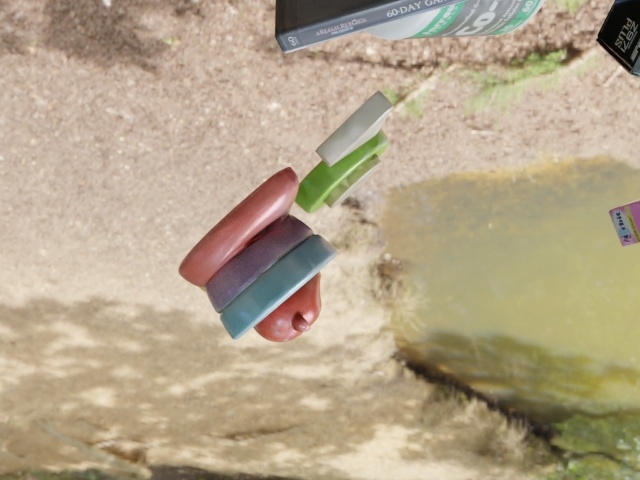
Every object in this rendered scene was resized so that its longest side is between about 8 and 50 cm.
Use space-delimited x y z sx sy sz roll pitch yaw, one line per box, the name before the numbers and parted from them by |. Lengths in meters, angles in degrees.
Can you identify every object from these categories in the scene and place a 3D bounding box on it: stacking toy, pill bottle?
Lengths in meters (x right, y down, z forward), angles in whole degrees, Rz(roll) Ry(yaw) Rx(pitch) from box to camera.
stacking toy | 0.000 0.000 0.860 0.130 0.279 0.309 49 177 3
pill bottle | 0.152 -0.392 1.155 0.361 0.204 0.204 -14 175 -40

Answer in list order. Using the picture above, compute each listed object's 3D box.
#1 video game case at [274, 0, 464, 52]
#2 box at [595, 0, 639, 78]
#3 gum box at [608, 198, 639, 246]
video game case | 0.094 -0.262 0.659 0.274 0.196 0.026 -12 144 15
box | 0.404 -0.278 0.915 0.078 0.147 0.180 17 118 -8
gum box | 0.546 -0.054 1.208 0.188 0.062 0.107 -18 176 -18
